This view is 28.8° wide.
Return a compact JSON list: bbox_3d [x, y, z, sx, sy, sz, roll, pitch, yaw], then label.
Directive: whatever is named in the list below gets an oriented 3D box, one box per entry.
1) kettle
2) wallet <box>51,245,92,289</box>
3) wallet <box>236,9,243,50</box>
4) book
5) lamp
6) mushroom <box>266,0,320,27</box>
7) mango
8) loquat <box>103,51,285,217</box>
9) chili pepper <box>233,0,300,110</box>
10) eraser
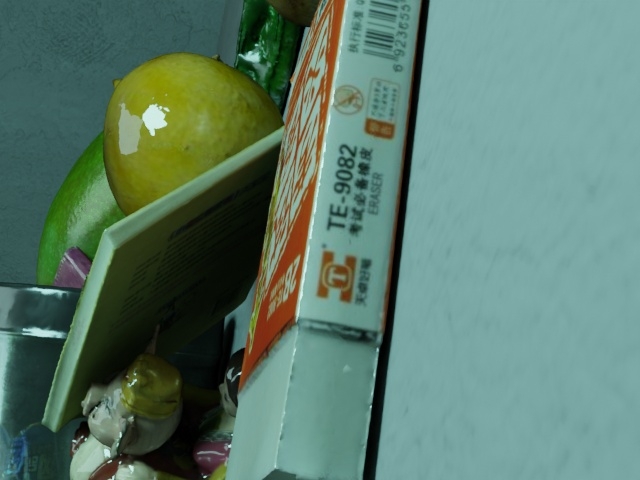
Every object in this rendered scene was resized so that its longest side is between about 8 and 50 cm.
[{"bbox_3d":[-0.246,0.206,1.081,0.228,0.321,0.324,17,-104,-65],"label":"kettle"},{"bbox_3d":[-0.202,0.121,1.265,0.232,0.025,0.119,46,130,24],"label":"wallet"},{"bbox_3d":[-0.050,-0.197,1.112,0.124,0.042,0.230,-140,63,-83],"label":"wallet"},{"bbox_3d":[-0.073,0.018,0.694,0.168,0.013,0.192,-35,-17,-39],"label":"book"},{"bbox_3d":[-0.087,0.128,0.710,0.253,0.118,0.118,108,169,-49],"label":"lamp"},{"bbox_3d":[-0.011,-0.190,0.743,0.088,0.073,0.129,32,-112,-66],"label":"mushroom"},{"bbox_3d":[-0.201,-0.008,1.386,0.382,0.201,0.225,-54,15,44],"label":"mango"},{"bbox_3d":[-0.087,-0.063,0.878,0.141,0.141,0.141,-169,90,-82],"label":"loquat"},{"bbox_3d":[-0.040,-0.167,0.986,0.088,0.059,0.227,-84,4,-56],"label":"chili pepper"},{"bbox_3d":[0.000,0.000,0.537,0.157,0.038,0.230,123,157,-69],"label":"eraser"}]
